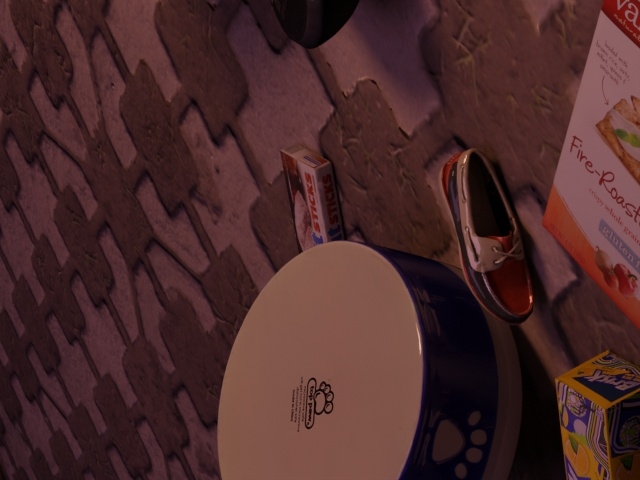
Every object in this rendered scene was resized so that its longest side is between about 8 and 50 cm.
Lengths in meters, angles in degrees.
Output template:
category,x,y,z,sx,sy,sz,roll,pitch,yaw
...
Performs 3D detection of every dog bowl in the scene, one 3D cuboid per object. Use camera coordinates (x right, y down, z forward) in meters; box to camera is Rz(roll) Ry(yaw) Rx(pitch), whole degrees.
category,x,y,z,sx,sy,sz,roll,pitch,yaw
dog bowl,0.033,0.136,1.283,0.265,0.104,0.265,-22,60,47

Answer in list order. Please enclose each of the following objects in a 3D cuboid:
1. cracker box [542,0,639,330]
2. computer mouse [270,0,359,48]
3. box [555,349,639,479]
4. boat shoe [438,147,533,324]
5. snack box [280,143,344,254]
category,x,y,z,sx,sy,sz,roll,pitch,yaw
cracker box,0.219,-0.044,0.933,0.156,0.067,0.232,51,151,32
computer mouse,-0.019,-0.273,1.245,0.188,0.072,0.272,106,148,-58
box,0.215,0.170,1.155,0.059,0.054,0.169,32,140,53
boat shoe,0.129,-0.003,1.194,0.043,0.049,0.137,-31,78,64
snack box,0.000,0.000,1.499,0.064,0.022,0.178,31,137,52
